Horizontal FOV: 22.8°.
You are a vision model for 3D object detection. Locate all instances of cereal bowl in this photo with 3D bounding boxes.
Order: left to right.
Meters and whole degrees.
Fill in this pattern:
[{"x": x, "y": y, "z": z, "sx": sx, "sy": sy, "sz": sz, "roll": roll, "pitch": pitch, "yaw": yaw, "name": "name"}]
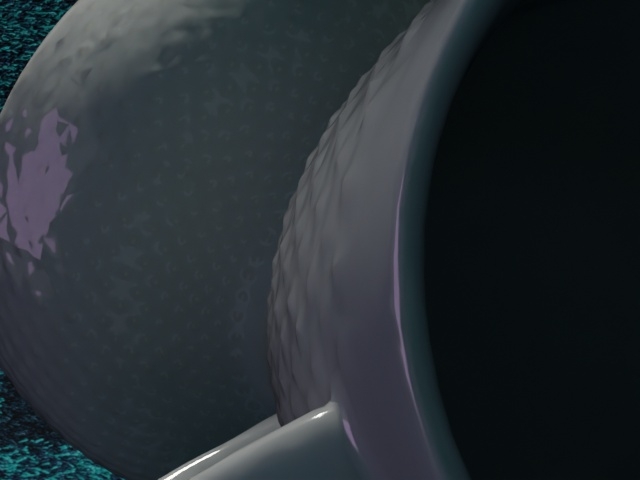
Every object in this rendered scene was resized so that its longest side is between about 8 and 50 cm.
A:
[{"x": 0.000, "y": 0.000, "z": 0.835, "sx": 0.141, "sy": 0.339, "sz": 0.338, "roll": 34, "pitch": 128, "yaw": 45, "name": "cereal bowl"}]

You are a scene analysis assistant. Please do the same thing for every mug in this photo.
[{"x": 0.072, "y": 0.050, "z": 0.585, "sx": 0.276, "sy": 0.374, "sz": 0.328, "roll": 64, "pitch": 165, "yaw": 1, "name": "mug"}]
